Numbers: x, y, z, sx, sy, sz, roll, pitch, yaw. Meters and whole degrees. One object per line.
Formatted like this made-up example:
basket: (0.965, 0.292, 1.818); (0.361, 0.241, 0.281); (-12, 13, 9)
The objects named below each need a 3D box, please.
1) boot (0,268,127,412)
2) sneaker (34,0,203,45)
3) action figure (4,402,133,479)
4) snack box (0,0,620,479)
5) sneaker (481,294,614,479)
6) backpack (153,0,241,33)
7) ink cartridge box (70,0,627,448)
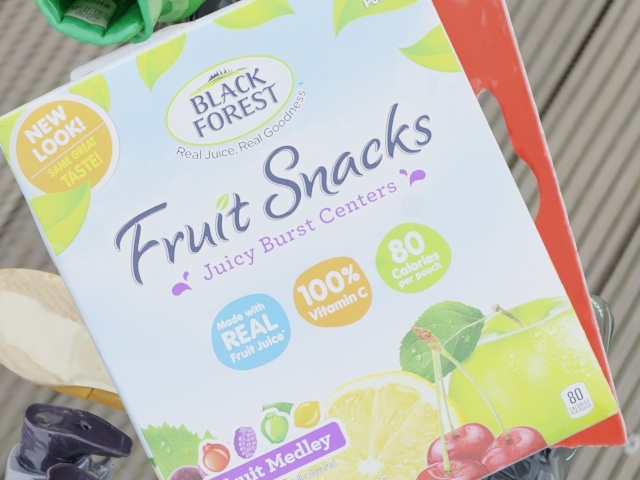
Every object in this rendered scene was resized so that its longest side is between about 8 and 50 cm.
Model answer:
boot: (-0.186, 0.128, 1.907); (0.295, 0.211, 0.104); (20, 79, 27)
sneaker: (-0.131, -0.177, 1.191); (0.109, 0.295, 0.123); (21, 86, 7)
action figure: (-0.212, 0.255, 1.356); (0.099, 0.285, 0.185); (22, 30, -13)
snack box: (-0.006, 0.009, 0.773); (0.174, 0.070, 0.207); (-26, 94, -2)
sneaker: (0.189, 0.166, 1.668); (0.101, 0.106, 0.267); (28, 111, 24)
backpack: (-0.037, -0.110, 1.526); (0.191, 0.253, 0.225); (-9, 38, -35)
ink cartridge box: (0.000, 0.000, 1.204); (0.091, 0.385, 0.308); (-17, 93, -31)
